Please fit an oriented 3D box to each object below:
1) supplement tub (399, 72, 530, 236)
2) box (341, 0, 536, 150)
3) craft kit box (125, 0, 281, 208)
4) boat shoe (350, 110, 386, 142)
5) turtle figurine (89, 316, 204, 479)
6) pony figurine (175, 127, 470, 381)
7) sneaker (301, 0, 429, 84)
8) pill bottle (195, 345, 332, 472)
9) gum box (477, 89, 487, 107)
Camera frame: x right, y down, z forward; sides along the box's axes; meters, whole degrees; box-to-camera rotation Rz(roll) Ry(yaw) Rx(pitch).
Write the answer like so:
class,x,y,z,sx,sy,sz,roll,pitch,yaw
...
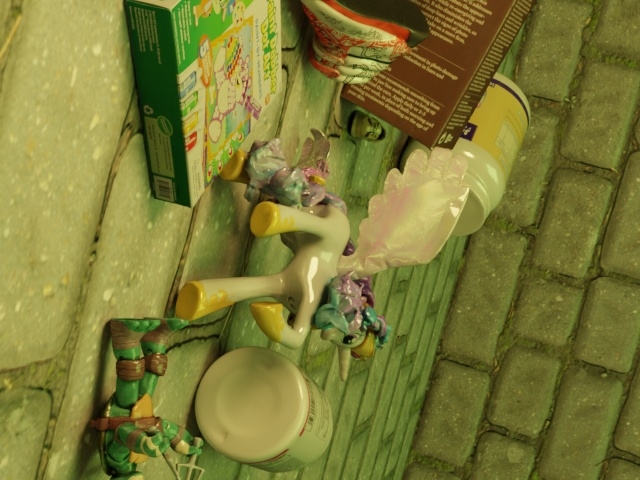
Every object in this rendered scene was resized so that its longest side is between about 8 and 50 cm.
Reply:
class,x,y,z,sx,sy,sz,roll,pitch,yaw
supplement tub,0.316,-0.197,2.216,0.241,0.241,0.331,85,25,-51
box,0.214,-0.356,1.630,0.381,0.191,0.143,-61,163,16
craft kit box,-0.115,-0.205,1.081,0.250,0.061,0.246,90,19,-44
boat shoe,0.088,-0.203,1.787,0.135,0.045,0.050,-7,112,-73
turtle figurine,-0.193,0.202,1.092,0.175,0.118,0.234,76,15,-87
pony figurine,0.000,0.000,1.340,0.363,0.303,0.351,24,79,-52
sneaker,0.017,-0.292,1.365,0.270,0.145,0.090,10,55,-46
pill bottle,-0.071,0.261,1.479,0.283,0.160,0.160,58,49,-69
gum box,0.214,-0.319,1.860,0.062,0.188,0.107,-54,147,-49
